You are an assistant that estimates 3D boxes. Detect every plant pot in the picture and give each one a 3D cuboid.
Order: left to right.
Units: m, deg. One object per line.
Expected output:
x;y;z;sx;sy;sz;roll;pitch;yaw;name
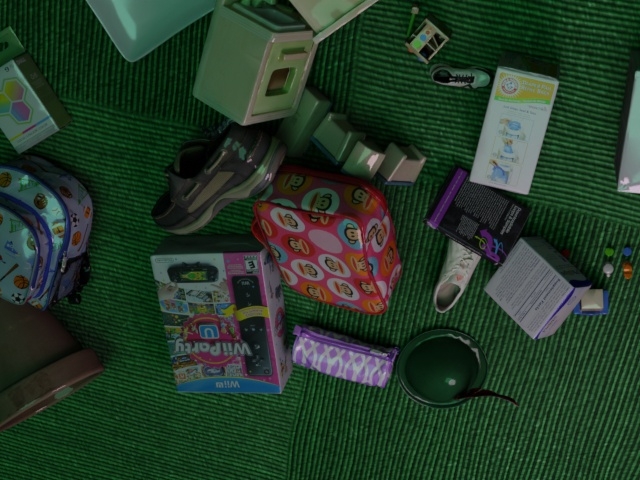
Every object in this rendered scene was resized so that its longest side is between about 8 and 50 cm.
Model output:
-0.602;0.229;2.097;0.263;0.263;0.229;-32;87;23;plant pot

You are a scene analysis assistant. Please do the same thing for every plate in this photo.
-0.300;-0.490;1.801;0.278;0.045;0.277;-28;106;22;plate

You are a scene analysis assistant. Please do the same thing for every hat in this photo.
0.232;0.277;1.939;0.173;0.183;0.208;35;115;-9;hat

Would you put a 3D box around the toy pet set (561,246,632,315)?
0.495;0.075;1.876;0.122;0.065;0.114;-1;79;10;toy pet set

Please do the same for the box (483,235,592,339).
0.384;0.082;1.851;0.137;0.072;0.126;48;121;29;box

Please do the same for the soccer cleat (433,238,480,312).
0.253;0.044;1.894;0.068;0.076;0.196;19;116;4;soccer cleat

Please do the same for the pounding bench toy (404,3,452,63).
0.168;-0.348;1.752;0.083;0.052;0.065;40;116;-6;pounding bench toy

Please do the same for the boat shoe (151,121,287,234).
-0.205;-0.123;1.851;0.130;0.132;0.355;39;138;-23;boat shoe

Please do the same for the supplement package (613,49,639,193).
0.618;-0.180;1.671;0.261;0.145;0.204;7;114;10;supplement package

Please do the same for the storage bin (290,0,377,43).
0.061;-0.477;1.610;0.262;0.260;0.123;-32;121;24;storage bin

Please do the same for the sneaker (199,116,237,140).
-0.187;-0.205;1.906;0.069;0.038;0.098;18;116;4;sneaker

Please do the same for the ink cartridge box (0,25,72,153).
-0.571;-0.279;1.947;0.109;0.062;0.209;-25;105;23;ink cartridge box

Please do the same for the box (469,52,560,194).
0.326;-0.198;1.748;0.103;0.114;0.203;14;116;8;box

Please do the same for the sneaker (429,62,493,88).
0.238;-0.275;1.774;0.109;0.044;0.040;6;113;8;sneaker

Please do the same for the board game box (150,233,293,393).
-0.187;0.144;2.031;0.223;0.097;0.304;-2;114;14;board game box

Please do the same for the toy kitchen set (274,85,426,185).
0.053;-0.163;1.858;0.207;0.166;0.122;48;121;31;toy kitchen set

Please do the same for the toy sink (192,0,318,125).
-0.093;-0.328;1.746;0.131;0.152;0.234;32;118;25;toy sink

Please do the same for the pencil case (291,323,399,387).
0.045;0.222;2.015;0.206;0.086;0.088;13;150;6;pencil case

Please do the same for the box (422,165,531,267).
0.276;-0.042;1.842;0.162;0.029;0.116;31;76;0;box

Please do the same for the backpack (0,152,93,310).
-0.569;-0.023;1.992;0.276;0.213;0.264;25;106;5;backpack

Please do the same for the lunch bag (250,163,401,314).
0.000;0.000;1.846;0.258;0.120;0.293;12;146;23;lunch bag
